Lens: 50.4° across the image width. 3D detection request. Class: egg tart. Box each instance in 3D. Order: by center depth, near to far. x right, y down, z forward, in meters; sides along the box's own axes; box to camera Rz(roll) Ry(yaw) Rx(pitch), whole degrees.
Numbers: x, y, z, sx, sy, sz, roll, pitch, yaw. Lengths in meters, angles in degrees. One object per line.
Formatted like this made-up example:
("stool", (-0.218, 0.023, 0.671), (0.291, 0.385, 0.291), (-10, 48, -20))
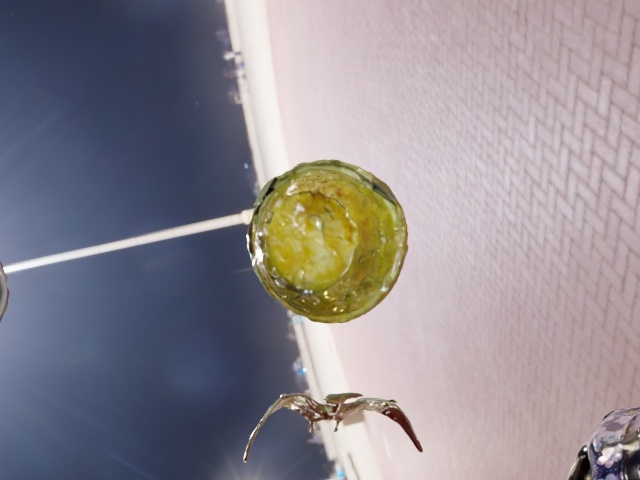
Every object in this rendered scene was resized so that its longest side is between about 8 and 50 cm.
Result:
("egg tart", (0.000, -0.001, 0.817), (0.090, 0.213, 0.212), (10, -114, -71))

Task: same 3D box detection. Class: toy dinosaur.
("toy dinosaur", (0.036, 0.372, 1.339), (0.206, 0.327, 0.113), (-37, 45, 41))

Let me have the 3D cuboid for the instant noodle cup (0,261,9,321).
("instant noodle cup", (-0.617, 0.094, 1.042), (0.217, 0.207, 0.217), (41, -141, -45))

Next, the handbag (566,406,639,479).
("handbag", (0.306, 0.193, 0.538), (0.229, 0.208, 0.126), (-35, -78, -51))
